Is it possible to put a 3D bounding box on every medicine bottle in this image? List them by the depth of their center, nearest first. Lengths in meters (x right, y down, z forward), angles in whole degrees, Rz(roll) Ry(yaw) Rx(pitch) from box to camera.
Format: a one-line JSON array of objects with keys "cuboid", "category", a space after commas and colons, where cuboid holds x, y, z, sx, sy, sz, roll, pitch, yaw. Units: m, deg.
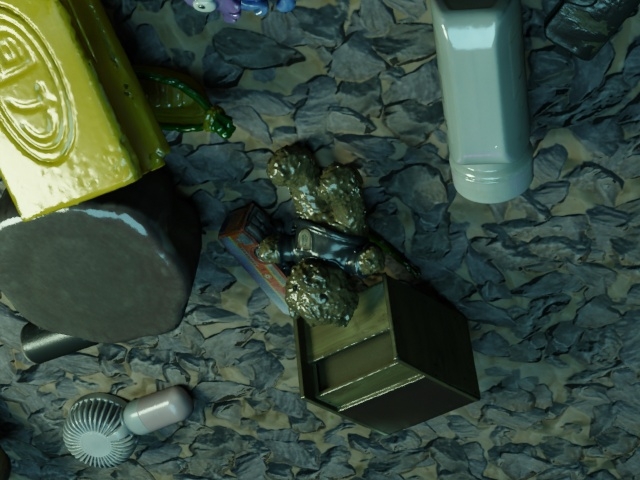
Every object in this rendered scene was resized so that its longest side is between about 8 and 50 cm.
[{"cuboid": [0.199, -0.189, 1.635, 0.111, 0.161, 0.296, -2, 134, 14], "category": "medicine bottle"}]

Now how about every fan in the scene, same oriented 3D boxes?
[{"cuboid": [-0.322, 0.304, 2.257, 0.244, 0.074, 0.130, -21, 115, 21], "category": "fan"}]

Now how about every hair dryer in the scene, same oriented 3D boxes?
[{"cuboid": [-0.446, 0.080, 2.077, 0.128, 0.070, 0.255, -16, 123, 23], "category": "hair dryer"}]

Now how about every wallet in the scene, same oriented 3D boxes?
[{"cuboid": [0.338, -0.287, 1.615, 0.082, 0.018, 0.157, 27, 132, -14], "category": "wallet"}]

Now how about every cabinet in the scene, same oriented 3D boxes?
[{"cuboid": [0.095, 0.166, 1.960, 0.174, 0.148, 0.215, -26, 145, 30], "category": "cabinet"}]

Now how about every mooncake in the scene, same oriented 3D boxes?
[{"cuboid": [-0.319, 0.006, 1.918, 0.306, 0.154, 0.306, 5, 133, 5], "category": "mooncake"}]

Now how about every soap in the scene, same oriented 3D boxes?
[{"cuboid": [-0.348, -0.204, 1.688, 0.204, 0.096, 0.324, -19, 102, 22], "category": "soap"}]

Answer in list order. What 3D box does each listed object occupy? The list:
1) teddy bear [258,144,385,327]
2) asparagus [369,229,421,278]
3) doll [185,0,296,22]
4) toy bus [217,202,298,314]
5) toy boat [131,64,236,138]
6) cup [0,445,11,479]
[{"cuboid": [0.012, -0.006, 1.859, 0.182, 0.129, 0.251, 14, 109, 33], "category": "teddy bear"}, {"cuboid": [0.100, 0.016, 1.942, 0.127, 0.018, 0.015, 37, 163, -22], "category": "asparagus"}, {"cuboid": [-0.086, -0.315, 1.640, 0.205, 0.067, 0.110, -4, 141, 0], "category": "doll"}, {"cuboid": [-0.068, 0.031, 1.960, 0.077, 0.065, 0.192, -14, 129, 36], "category": "toy bus"}, {"cuboid": [-0.220, -0.180, 1.771, 0.229, 0.088, 0.089, 6, 132, 5], "category": "toy boat"}, {"cuboid": [-0.703, 0.331, 2.289, 0.301, 0.227, 0.257, 7, 127, 46], "category": "cup"}]
